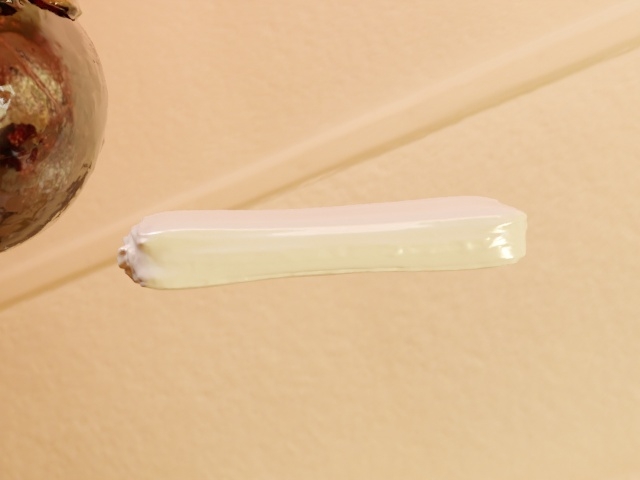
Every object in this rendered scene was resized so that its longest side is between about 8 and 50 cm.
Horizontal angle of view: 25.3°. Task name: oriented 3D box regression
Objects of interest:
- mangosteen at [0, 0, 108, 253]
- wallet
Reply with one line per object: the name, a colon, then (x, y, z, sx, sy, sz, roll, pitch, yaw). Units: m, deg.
mangosteen: (-0.214, -0.085, 0.802, 0.210, 0.210, 0.210, 7, -72, 22)
wallet: (0.000, 0.000, 0.675, 0.190, 0.095, 0.033, -3, -85, -6)
